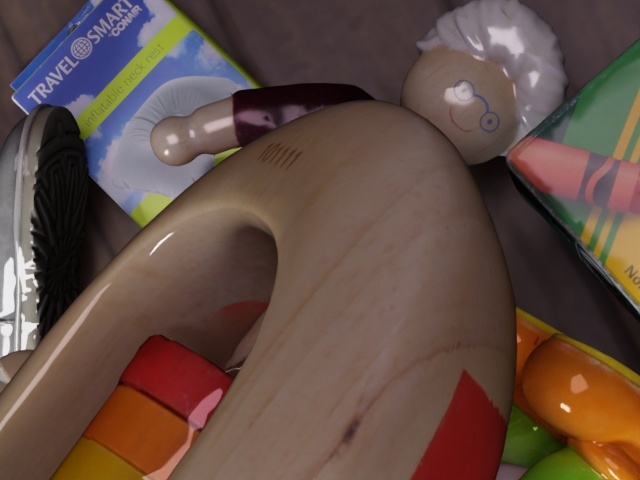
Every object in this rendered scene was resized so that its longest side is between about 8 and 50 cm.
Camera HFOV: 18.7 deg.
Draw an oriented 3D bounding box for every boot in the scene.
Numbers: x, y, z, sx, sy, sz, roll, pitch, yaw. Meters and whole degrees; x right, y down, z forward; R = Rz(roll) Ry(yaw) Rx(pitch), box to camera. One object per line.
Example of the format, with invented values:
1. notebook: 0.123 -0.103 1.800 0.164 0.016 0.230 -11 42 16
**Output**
1. boot: -0.245 -0.002 1.131 0.208 0.076 0.189 13 105 18

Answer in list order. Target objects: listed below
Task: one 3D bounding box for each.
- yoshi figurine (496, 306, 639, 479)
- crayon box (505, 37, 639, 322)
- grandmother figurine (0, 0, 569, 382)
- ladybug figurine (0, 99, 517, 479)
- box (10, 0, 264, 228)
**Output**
1. yoshi figurine: 0.027 0.199 1.007 0.203 0.203 0.362 31 91 31
2. crayon box: 0.276 -0.066 0.963 0.318 0.081 0.202 -42 75 2
3. grandmother figurine: 0.000 0.000 1.065 0.342 0.104 0.208 -43 116 3
4. ladybug figurine: -0.060 0.144 0.891 0.162 0.305 0.449 40 82 -26
5. box: -0.096 -0.074 1.142 0.178 0.042 0.109 44 91 14
